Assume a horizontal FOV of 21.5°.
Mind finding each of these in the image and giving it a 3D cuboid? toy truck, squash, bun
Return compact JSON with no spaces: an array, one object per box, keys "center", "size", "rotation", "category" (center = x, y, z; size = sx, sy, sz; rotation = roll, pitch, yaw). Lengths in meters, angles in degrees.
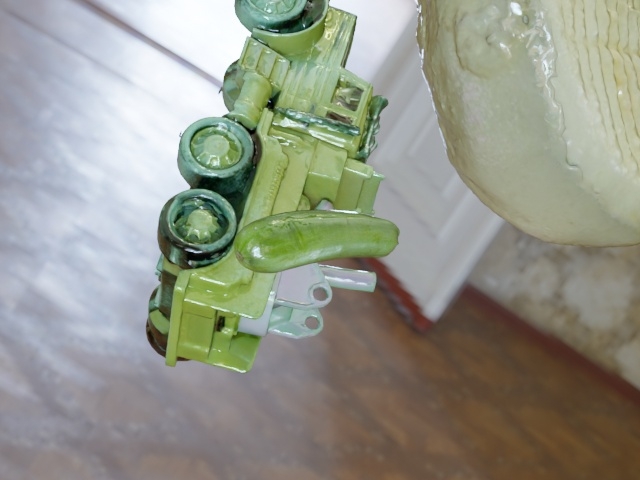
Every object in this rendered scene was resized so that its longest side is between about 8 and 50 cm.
[{"center":[-0.021,-0.042,1.070],"size":[0.135,0.128,0.259],"rotation":[12,57,-1],"category":"toy truck"},{"center":[0.000,-0.001,0.766],"size":[0.089,0.027,0.027],"rotation":[-8,40,-37],"category":"squash"},{"center":[0.192,-0.171,1.419],"size":[0.202,0.364,0.364],"rotation":[-8,-11,36],"category":"bun"}]
